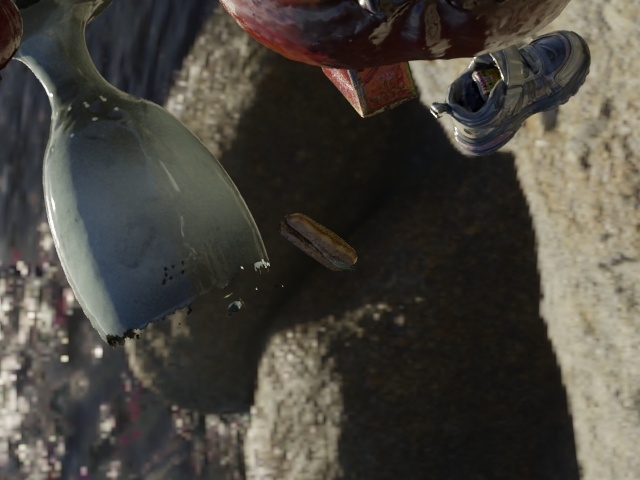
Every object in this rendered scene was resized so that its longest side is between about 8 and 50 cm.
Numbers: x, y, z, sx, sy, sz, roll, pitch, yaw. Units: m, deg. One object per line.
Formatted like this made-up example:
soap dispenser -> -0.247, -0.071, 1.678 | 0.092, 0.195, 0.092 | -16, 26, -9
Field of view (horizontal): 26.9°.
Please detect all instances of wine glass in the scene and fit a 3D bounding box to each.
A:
wine glass -> -0.195, -0.072, 1.271 | 0.190, 0.190, 0.357 | -30, 89, 42

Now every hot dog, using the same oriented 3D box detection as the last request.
hot dog -> 0.000, 0.000, 1.221 | 0.037, 0.083, 0.021 | -29, 34, 40

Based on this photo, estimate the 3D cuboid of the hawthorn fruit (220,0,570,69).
hawthorn fruit -> 0.030, -0.247, 0.720 | 0.265, 0.265, 0.307 | -42, 51, 37

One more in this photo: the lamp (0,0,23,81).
lamp -> -0.251, -0.137, 0.906 | 0.101, 0.101, 0.090 | -3, 121, 47

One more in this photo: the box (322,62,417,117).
box -> 0.026, -0.344, 1.788 | 0.197, 0.089, 0.313 | -125, 15, -59

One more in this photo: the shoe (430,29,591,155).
shoe -> 0.201, -0.175, 1.454 | 0.180, 0.092, 0.089 | -37, 54, 21
